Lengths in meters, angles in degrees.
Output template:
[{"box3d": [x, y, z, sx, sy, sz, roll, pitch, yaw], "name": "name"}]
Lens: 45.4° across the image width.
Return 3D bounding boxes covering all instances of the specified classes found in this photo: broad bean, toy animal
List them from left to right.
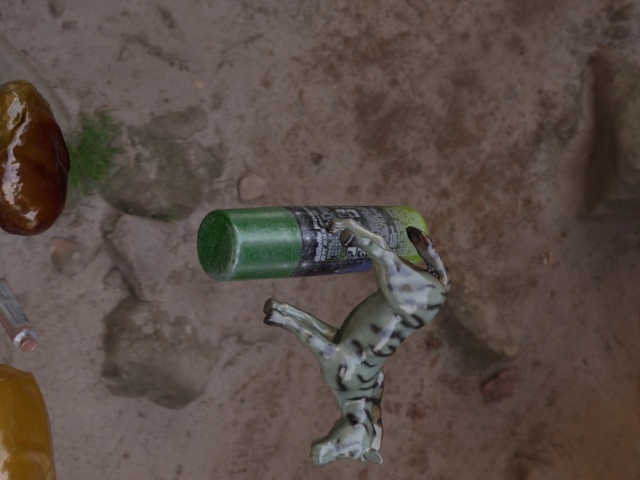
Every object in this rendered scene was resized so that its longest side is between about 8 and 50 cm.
[{"box3d": [-0.441, -0.119, 1.121, 0.156, 0.122, 0.229, -74, 164, -62], "name": "broad bean"}, {"box3d": [0.021, 0.096, 0.771, 0.169, 0.090, 0.255, 19, 107, -13], "name": "toy animal"}]

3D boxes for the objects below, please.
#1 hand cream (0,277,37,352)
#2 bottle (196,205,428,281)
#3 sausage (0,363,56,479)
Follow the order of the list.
[{"box3d": [-0.592, 0.133, 1.447, 0.067, 0.209, 0.043, 3, 122, -47], "name": "hand cream"}, {"box3d": [0.000, 0.000, 0.994, 0.330, 0.093, 0.093, -2, 89, -41], "name": "bottle"}, {"box3d": [-0.193, 0.240, 0.380, 0.134, 0.116, 0.354, 6, 60, -31], "name": "sausage"}]
